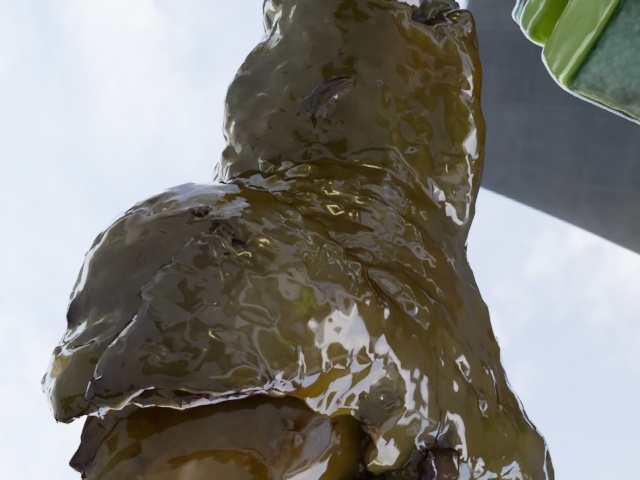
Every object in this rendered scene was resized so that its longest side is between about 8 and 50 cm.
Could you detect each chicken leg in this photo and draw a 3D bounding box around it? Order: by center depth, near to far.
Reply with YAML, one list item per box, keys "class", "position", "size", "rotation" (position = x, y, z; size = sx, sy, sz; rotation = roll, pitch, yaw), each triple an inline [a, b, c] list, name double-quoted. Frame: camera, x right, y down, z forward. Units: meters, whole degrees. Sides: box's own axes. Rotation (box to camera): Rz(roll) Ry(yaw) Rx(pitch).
- class: "chicken leg"
  position: [0.000, 0.000, 0.472]
  size: [0.182, 0.295, 0.409]
  rotation: [8, -91, 22]

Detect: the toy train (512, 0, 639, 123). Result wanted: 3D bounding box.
- class: "toy train"
  position: [0.314, -0.117, 0.765]
  size: [0.272, 0.442, 0.179]
  rotation: [-100, -147, -62]
